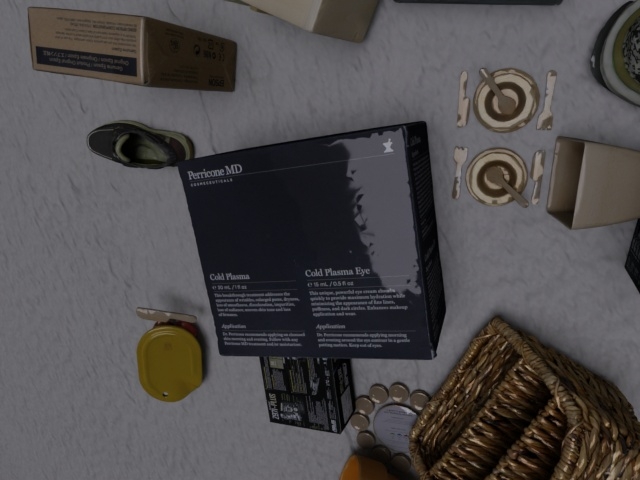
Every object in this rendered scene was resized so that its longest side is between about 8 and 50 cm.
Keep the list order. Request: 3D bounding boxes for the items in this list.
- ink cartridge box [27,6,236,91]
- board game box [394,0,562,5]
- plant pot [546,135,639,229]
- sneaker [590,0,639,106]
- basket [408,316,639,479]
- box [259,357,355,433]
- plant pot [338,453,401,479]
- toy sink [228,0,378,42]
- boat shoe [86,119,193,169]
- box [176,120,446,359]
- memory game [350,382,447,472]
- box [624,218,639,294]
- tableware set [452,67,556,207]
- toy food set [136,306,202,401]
[{"bbox_3d":[-0.268,-0.281,0.721,0.193,0.234,0.088,12,108,18],"label":"ink cartridge box"},{"bbox_3d":[0.206,-0.456,0.570,0.224,0.097,0.303,9,108,17],"label":"board game box"},{"bbox_3d":[0.366,-0.076,0.618,0.096,0.109,0.109,3,106,9],"label":"plant pot"},{"bbox_3d":[0.508,-0.153,0.494,0.410,0.182,0.158,22,111,13],"label":"sneaker"},{"bbox_3d":[0.274,0.310,0.692,0.223,0.213,0.299,31,113,5],"label":"basket"},{"bbox_3d":[-0.025,0.241,0.861,0.147,0.077,0.180,-2,104,25],"label":"box"},{"bbox_3d":[0.123,0.509,0.835,0.188,0.205,0.205,18,112,-2],"label":"plant pot"},{"bbox_3d":[-0.049,-0.373,0.648,0.234,0.153,0.131,32,118,17],"label":"toy sink"},{"bbox_3d":[-0.344,-0.174,0.870,0.223,0.073,0.080,12,109,17],"label":"boat shoe"},{"bbox_3d":[0.000,0.000,0.733,0.343,0.179,0.313,-4,105,21],"label":"box"},{"bbox_3d":[0.144,0.342,0.869,0.186,0.012,0.186,6,107,20],"label":"memory game"},{"bbox_3d":[0.418,-0.014,0.540,0.059,0.232,0.183,10,108,20],"label":"box"},{"bbox_3d":[0.255,-0.141,0.672,0.128,0.039,0.194,6,107,19],"label":"tableware set"},{"bbox_3d":[-0.303,0.222,0.979,0.128,0.071,0.218,3,110,-5],"label":"toy food set"}]
